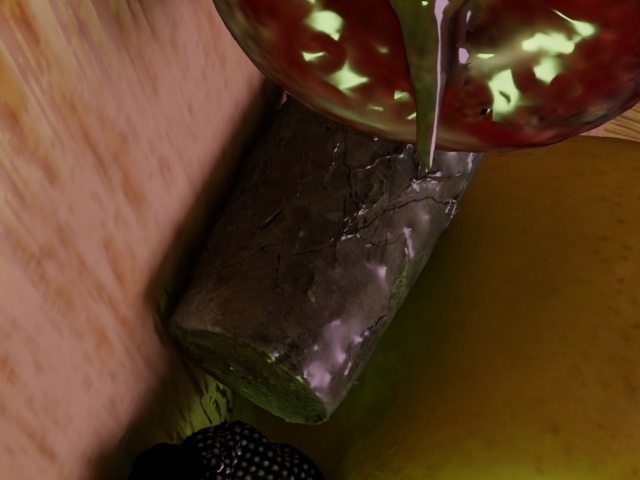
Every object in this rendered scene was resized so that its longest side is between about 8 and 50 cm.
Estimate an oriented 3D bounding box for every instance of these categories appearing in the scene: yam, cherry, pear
[{"bbox_3d":[0.000,0.000,0.886,0.107,0.107,0.183,95,20,-51],"label":"yam"},{"bbox_3d":[0.060,-0.160,0.654,0.230,0.203,0.300,91,7,-54],"label":"cherry"},{"bbox_3d":[0.126,0.121,1.040,0.418,0.362,0.362,-64,169,-66],"label":"pear"}]

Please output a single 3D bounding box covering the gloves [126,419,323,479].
[{"bbox_3d":[-0.077,0.156,0.840,0.180,0.106,0.129,-10,122,-45],"label":"gloves"}]
